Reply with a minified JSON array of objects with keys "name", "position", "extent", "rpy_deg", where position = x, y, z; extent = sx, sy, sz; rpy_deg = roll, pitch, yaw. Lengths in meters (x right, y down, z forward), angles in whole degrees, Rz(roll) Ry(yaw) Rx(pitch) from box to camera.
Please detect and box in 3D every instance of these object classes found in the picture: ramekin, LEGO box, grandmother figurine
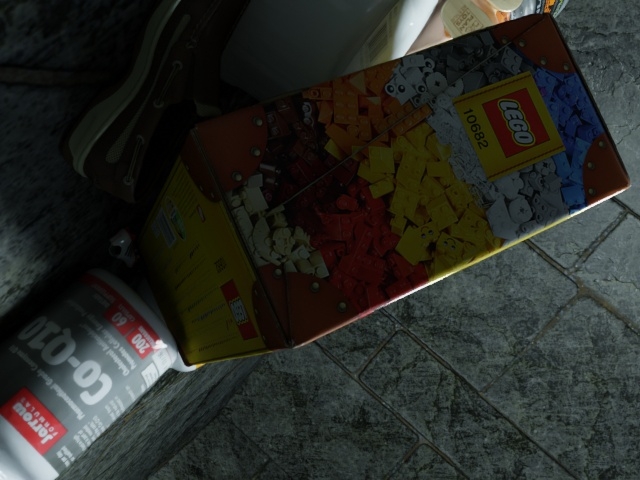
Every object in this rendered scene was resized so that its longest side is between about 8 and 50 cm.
[{"name":"ramekin","position":[0.017,-0.250,0.792],"extent":[0.277,0.135,0.277],"rpy_deg":[-48,172,-9]},{"name":"LEGO box","position":[0.015,-0.022,0.831],"extent":[0.372,0.193,0.500],"rpy_deg":[-23,177,-22]},{"name":"grandmother figurine","position":[0.134,-0.286,1.014],"extent":[0.208,0.104,0.342],"rpy_deg":[-43,-164,-9]}]

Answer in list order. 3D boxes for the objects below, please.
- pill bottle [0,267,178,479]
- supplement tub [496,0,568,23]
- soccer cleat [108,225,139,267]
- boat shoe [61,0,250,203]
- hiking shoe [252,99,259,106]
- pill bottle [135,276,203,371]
[{"name":"pill bottle","position":[-0.322,0.180,0.853],"extent":[0.283,0.161,0.161],"rpy_deg":[-46,171,-27]},{"name":"supplement tub","position":[0.285,-0.418,1.209],"extent":[0.338,0.207,0.207],"rpy_deg":[-42,169,-46]},{"name":"soccer cleat","position":[-0.255,0.013,0.930],"extent":[0.035,0.029,0.083],"rpy_deg":[-35,163,-28]},{"name":"boat shoe","position":[-0.123,-0.145,0.661],"extent":[0.257,0.095,0.095],"rpy_deg":[-51,172,13]},{"name":"hiking shoe","position":[-0.015,-0.179,1.016],"extent":[0.086,0.114,0.227],"rpy_deg":[-52,172,12]},{"name":"pill bottle","position":[-0.179,0.100,1.094],"extent":[0.278,0.162,0.162],"rpy_deg":[-27,163,-23]}]
